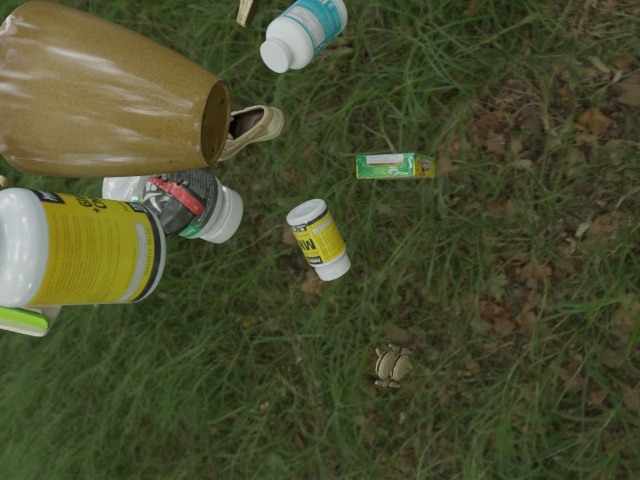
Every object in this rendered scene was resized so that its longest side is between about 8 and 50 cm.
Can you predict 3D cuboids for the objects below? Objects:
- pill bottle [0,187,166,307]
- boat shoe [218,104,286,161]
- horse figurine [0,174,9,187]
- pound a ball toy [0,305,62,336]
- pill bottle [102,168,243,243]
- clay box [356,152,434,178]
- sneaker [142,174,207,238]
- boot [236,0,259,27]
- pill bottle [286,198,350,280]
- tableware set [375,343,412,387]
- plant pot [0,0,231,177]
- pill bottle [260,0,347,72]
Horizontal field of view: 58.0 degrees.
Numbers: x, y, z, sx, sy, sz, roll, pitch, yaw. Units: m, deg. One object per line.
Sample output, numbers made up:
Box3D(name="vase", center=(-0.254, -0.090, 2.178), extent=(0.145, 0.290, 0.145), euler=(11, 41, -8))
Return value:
Box3D(name="pill bottle", center=(-0.241, 0.008, 0.520), extent=(0.103, 0.184, 0.103), euler=(-3, 85, 36))
Box3D(name="boat shoe", center=(-0.271, -0.332, 1.739), extent=(0.340, 0.110, 0.122), euler=(-18, 76, 27))
Box3D(name="horse figurine", center=(-0.537, -0.076, 0.865), extent=(0.174, 0.066, 0.263), euler=(27, 156, -1))
Box3D(name="pound a ball toy", center=(-0.674, 0.069, 1.231), extent=(0.318, 0.136, 0.208), euler=(14, 127, -7))
Box3D(name="pill bottle", center=(-0.408, -0.126, 1.643), extent=(0.204, 0.361, 0.204), euler=(-19, 60, 37))
Box3D(name="clay box", center=(0.176, -0.163, 1.289), extent=(0.127, 0.222, 0.053), euler=(0, 96, 23))
Box3D(name="sneaker", center=(-0.360, -0.072, 1.300), extent=(0.097, 0.135, 0.276), euler=(44, 164, -31))
Box3D(name="boot", center=(-0.286, -0.821, 1.820), extent=(0.203, 0.095, 0.262), euler=(13, 96, -2))
Box3D(name="pill bottle", center=(0.000, 0.000, 1.611), extent=(0.119, 0.119, 0.209), euler=(-4, 122, 44))
Box3D(name="tableware set", center=(0.216, 0.385, 1.784), extent=(0.039, 0.194, 0.128), euler=(18, 84, 33))
Box3D(name="plant pot", center=(-0.260, -0.183, 0.788), extent=(0.254, 0.237, 0.237), euler=(12, 113, 6))
Box3D(name="pill bottle", center=(-0.051, -0.574, 1.592), extent=(0.146, 0.264, 0.146), euler=(30, 151, 19))
